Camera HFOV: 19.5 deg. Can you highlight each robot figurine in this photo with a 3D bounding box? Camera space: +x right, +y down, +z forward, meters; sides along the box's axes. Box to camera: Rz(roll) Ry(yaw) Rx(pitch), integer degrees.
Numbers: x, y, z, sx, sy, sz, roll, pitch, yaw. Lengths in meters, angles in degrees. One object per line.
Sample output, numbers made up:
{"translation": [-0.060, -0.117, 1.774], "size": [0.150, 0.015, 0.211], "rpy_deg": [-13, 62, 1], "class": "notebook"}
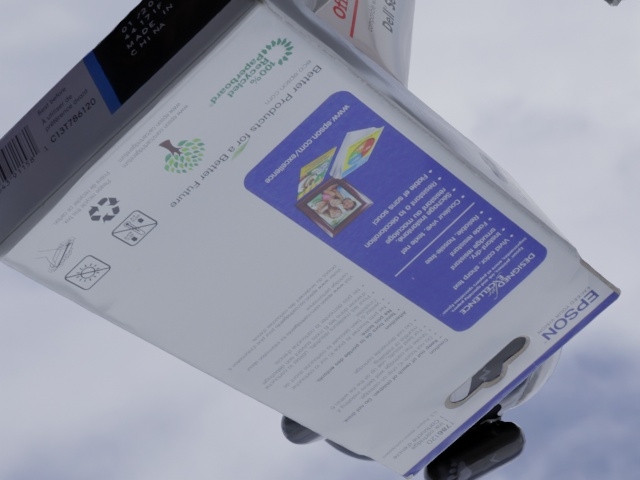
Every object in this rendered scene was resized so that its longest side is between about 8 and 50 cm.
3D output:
{"translation": [0.078, 0.087, 1.567], "size": [0.278, 0.209, 0.173], "rpy_deg": [-16, -154, -41], "class": "robot figurine"}

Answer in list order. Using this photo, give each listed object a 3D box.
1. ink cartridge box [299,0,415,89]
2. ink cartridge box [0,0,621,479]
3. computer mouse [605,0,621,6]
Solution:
{"translation": [-0.023, -0.157, 1.725], "size": [0.353, 0.119, 0.207], "rpy_deg": [-42, -157, 30], "class": "ink cartridge box"}
{"translation": [0.000, 0.000, 0.908], "size": [0.165, 0.333, 0.065], "rpy_deg": [-43, -133, 11], "class": "ink cartridge box"}
{"translation": [0.342, -0.181, 1.317], "size": [0.188, 0.272, 0.072], "rpy_deg": [-52, 178, 12], "class": "computer mouse"}
